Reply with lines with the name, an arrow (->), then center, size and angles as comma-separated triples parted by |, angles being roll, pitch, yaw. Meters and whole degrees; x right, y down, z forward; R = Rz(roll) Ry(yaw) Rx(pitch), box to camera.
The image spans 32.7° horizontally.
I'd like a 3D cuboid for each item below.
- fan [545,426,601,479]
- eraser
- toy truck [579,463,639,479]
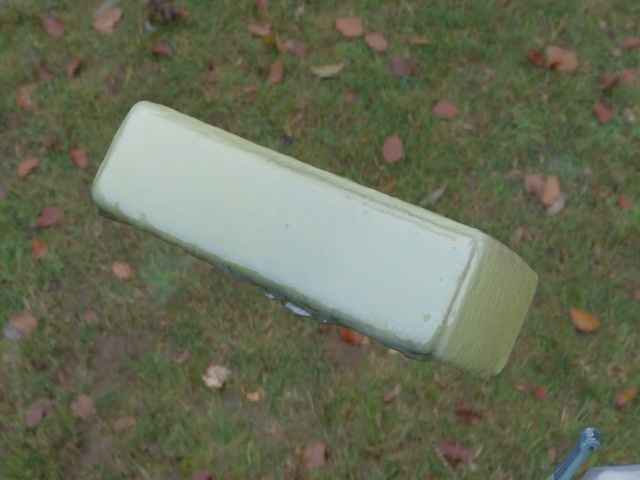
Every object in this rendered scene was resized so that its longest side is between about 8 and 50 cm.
fan -> 0.173, 0.205, 0.854 | 0.038, 0.193, 0.016 | 15, 44, -8
eraser -> 0.000, 0.000, 0.475 | 0.172, 0.117, 0.058 | 23, 90, 24
toy truck -> 0.091, 0.161, 0.270 | 0.176, 0.161, 0.213 | -3, 57, 5
